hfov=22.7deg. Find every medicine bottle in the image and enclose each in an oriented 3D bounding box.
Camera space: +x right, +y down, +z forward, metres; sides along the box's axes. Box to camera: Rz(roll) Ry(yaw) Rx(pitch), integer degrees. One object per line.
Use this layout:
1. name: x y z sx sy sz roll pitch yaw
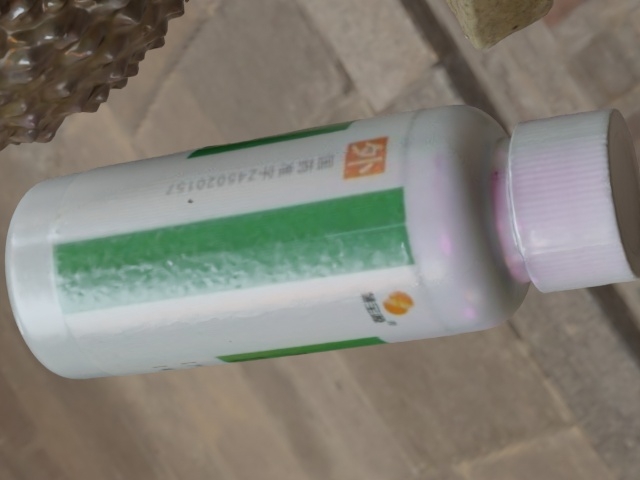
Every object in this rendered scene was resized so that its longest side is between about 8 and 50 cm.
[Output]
1. medicine bottle: 0.000 0.000 0.657 0.260 0.095 0.095 -8 119 23

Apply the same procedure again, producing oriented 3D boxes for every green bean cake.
1. green bean cake: 0.130 -0.245 1.299 0.109 0.085 0.179 64 -178 21

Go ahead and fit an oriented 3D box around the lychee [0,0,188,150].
1. lychee: -0.258 -0.256 1.115 0.380 0.432 0.380 60 -170 -19
